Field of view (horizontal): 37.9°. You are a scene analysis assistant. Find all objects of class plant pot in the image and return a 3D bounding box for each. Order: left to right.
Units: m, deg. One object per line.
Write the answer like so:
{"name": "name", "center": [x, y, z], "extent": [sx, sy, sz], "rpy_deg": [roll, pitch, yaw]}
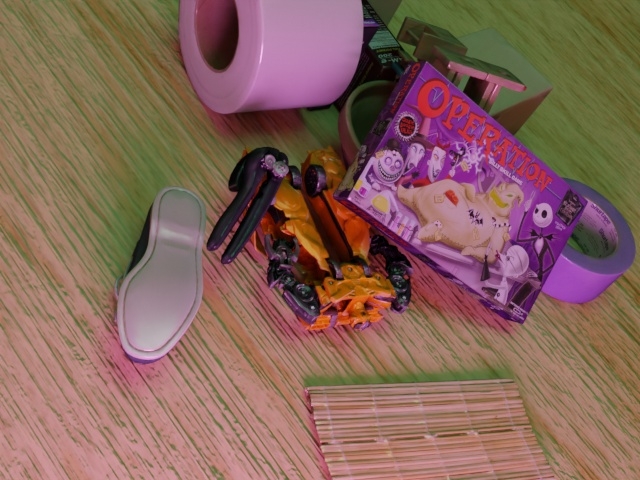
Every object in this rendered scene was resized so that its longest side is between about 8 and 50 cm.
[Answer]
{"name": "plant pot", "center": [0.119, -0.114, 1.366], "extent": [0.237, 0.110, 0.237], "rpy_deg": [17, 46, -18]}

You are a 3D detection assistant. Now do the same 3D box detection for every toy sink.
{"name": "toy sink", "center": [0.240, -0.232, 1.518], "extent": [0.153, 0.131, 0.234], "rpy_deg": [47, 42, 14]}

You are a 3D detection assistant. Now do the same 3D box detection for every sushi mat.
{"name": "sushi mat", "center": [0.137, 0.241, 1.150], "extent": [0.316, 0.019, 0.151], "rpy_deg": [2, 54, -26]}

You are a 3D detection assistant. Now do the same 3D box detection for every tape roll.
{"name": "tape roll", "center": [-0.076, -0.308, 1.332], "extent": [0.169, 0.246, 0.246], "rpy_deg": [-10, 59, -34]}
{"name": "tape roll", "center": [0.385, -0.002, 1.442], "extent": [0.189, 0.080, 0.189], "rpy_deg": [15, 48, -18]}

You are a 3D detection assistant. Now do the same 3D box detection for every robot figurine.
{"name": "robot figurine", "center": [0.000, 0.000, 1.230], "extent": [0.211, 0.085, 0.291], "rpy_deg": [-4, 55, -30]}

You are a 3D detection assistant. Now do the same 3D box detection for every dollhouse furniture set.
{"name": "dollhouse furniture set", "center": [0.181, -0.216, 1.341], "extent": [0.129, 0.129, 0.184], "rpy_deg": [13, 27, -23]}

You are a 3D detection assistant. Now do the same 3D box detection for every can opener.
{"name": "can opener", "center": [-0.088, -0.046, 1.154], "extent": [0.059, 0.073, 0.186], "rpy_deg": [34, 51, -20]}

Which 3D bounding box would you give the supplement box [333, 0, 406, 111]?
{"name": "supplement box", "center": [0.035, -0.316, 1.477], "extent": [0.073, 0.130, 0.239], "rpy_deg": [-15, 63, -36]}

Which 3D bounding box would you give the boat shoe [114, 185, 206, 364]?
{"name": "boat shoe", "center": [-0.191, 0.046, 1.094], "extent": [0.095, 0.079, 0.254], "rpy_deg": [13, 46, -16]}

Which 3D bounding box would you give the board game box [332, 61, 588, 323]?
{"name": "board game box", "center": [0.199, -0.056, 1.252], "extent": [0.347, 0.056, 0.208], "rpy_deg": [33, 78, -28]}

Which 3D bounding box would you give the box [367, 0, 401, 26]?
{"name": "box", "center": [0.052, -0.461, 1.632], "extent": [0.130, 0.091, 0.170], "rpy_deg": [3, 53, -27]}

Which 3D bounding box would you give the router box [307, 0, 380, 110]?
{"name": "router box", "center": [0.004, -0.307, 1.418], "extent": [0.046, 0.179, 0.133], "rpy_deg": [-13, 61, -37]}
